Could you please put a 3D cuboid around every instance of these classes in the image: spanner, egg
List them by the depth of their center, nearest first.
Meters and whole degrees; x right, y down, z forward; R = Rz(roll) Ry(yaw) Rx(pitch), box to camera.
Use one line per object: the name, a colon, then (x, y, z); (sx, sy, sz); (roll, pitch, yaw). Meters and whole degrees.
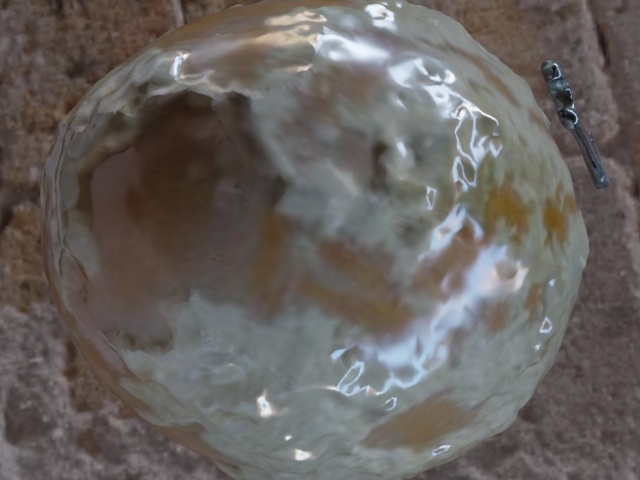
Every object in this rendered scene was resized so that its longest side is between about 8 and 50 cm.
egg: (0.000, 0.000, 0.408); (0.233, 0.195, 0.194); (13, 59, -38)
spanner: (0.201, -0.084, 0.812); (0.254, 0.015, 0.054); (23, 50, -67)
